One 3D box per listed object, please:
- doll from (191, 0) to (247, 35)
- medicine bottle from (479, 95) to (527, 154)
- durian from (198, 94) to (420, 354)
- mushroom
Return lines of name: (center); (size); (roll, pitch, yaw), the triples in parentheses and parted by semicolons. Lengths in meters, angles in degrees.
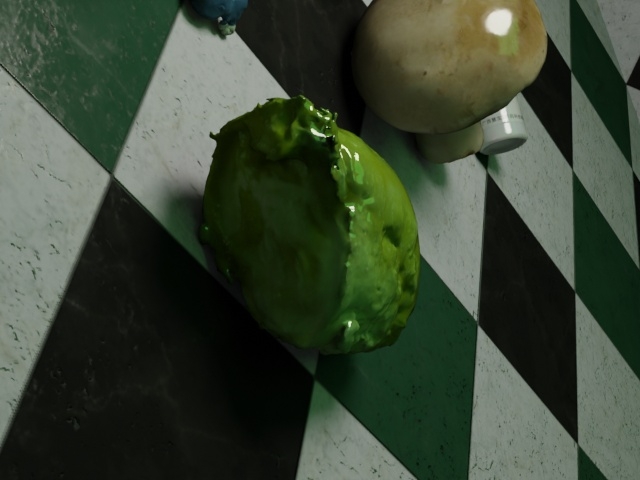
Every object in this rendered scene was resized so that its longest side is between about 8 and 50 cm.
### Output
doll: (-0.126, -0.295, 1.318); (0.083, 0.050, 0.076); (9, 60, -55)
medicine bottle: (0.293, -0.285, 1.955); (0.095, 0.095, 0.260); (11, 61, -56)
durian: (0.000, 0.000, 1.214); (0.339, 0.204, 0.256); (21, 68, -64)
mushroom: (0.199, -0.252, 1.633); (0.290, 0.292, 0.292); (62, 26, -48)
